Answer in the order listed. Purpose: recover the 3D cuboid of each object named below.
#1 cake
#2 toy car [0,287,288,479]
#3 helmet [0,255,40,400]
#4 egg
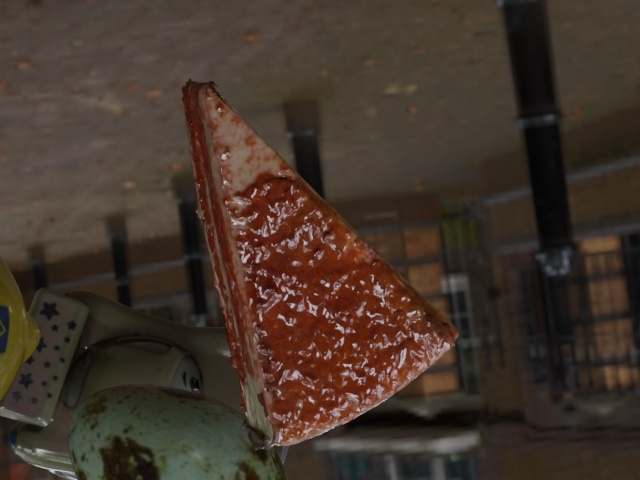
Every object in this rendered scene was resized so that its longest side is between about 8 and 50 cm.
[{"bbox_3d":[0.000,0.000,1.015,0.160,0.262,0.158,-12,-174,-8],"label":"cake"},{"bbox_3d":[-0.204,0.197,1.746,0.336,0.242,0.226,15,160,7],"label":"toy car"},{"bbox_3d":[-0.259,0.057,0.913,0.257,0.205,0.140,-7,168,42],"label":"helmet"},{"bbox_3d":[-0.137,0.224,1.346,0.231,0.169,0.169,35,-176,8],"label":"egg"}]
